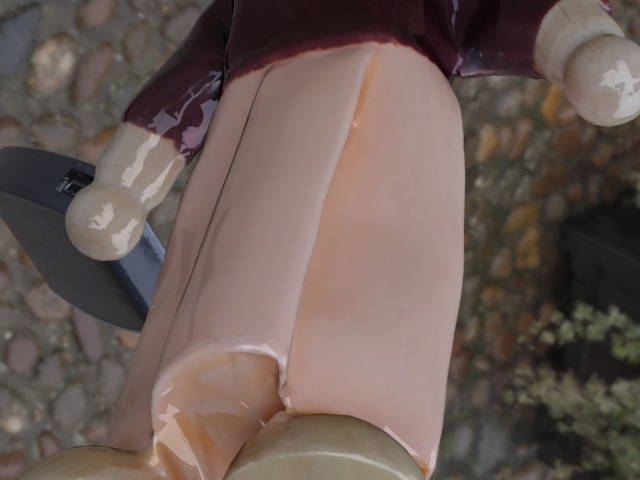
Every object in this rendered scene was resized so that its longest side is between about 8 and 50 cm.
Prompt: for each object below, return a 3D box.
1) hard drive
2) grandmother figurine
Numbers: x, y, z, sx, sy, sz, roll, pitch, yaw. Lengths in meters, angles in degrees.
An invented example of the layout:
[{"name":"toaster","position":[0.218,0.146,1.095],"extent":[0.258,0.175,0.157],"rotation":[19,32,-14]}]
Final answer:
[{"name":"hard drive","position":[-0.212,0.001,1.285],"extent":[0.054,0.254,0.172],"rotation":[-41,118,-21]},{"name":"grandmother figurine","position":[0.007,-0.047,0.486],"extent":[0.104,0.208,0.342],"rotation":[72,19,-44]}]
